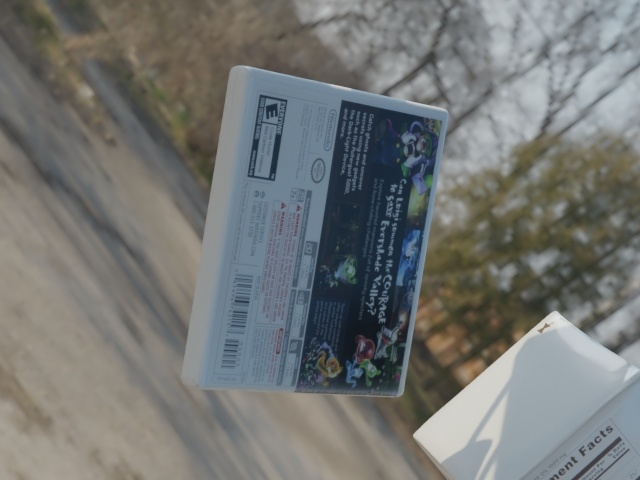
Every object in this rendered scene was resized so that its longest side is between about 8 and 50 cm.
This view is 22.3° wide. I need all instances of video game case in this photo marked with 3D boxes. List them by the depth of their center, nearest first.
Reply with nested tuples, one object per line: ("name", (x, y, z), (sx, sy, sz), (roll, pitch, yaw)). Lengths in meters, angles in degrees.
("video game case", (0.000, 0.000, 1.001), (0.173, 0.190, 0.022), (7, 2, -42))

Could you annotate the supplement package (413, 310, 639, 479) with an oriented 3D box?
("supplement package", (0.199, 0.191, 1.086), (0.244, 0.134, 0.139), (50, -3, -21))
